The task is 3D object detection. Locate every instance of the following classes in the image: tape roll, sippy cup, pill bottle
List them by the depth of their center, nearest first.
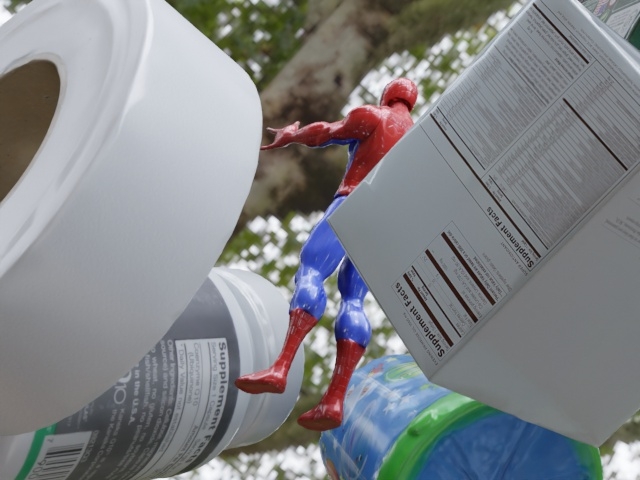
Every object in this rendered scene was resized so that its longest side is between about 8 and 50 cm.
[{"bbox_3d":[-0.172,-0.028,0.866,0.286,0.286,0.100,-7,-36,47],"label":"tape roll"},{"bbox_3d":[-0.188,0.109,1.204,0.204,0.361,0.204,-1,-92,36],"label":"pill bottle"},{"bbox_3d":[0.114,0.216,1.356,0.240,0.305,0.224,58,-12,-26],"label":"sippy cup"}]

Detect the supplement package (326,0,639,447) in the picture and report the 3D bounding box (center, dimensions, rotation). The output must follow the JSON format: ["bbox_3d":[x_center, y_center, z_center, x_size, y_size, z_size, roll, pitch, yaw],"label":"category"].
[{"bbox_3d":[0.156,-0.009,0.864,0.194,0.203,0.149,26,24,-45],"label":"supplement package"}]

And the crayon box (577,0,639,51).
[{"bbox_3d":[0.366,-0.114,1.288,0.313,0.106,0.363,30,-4,-6],"label":"crayon box"}]

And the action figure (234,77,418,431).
[{"bbox_3d":[0.000,0.000,1.058,0.091,0.280,0.139,35,-26,-28],"label":"action figure"}]
